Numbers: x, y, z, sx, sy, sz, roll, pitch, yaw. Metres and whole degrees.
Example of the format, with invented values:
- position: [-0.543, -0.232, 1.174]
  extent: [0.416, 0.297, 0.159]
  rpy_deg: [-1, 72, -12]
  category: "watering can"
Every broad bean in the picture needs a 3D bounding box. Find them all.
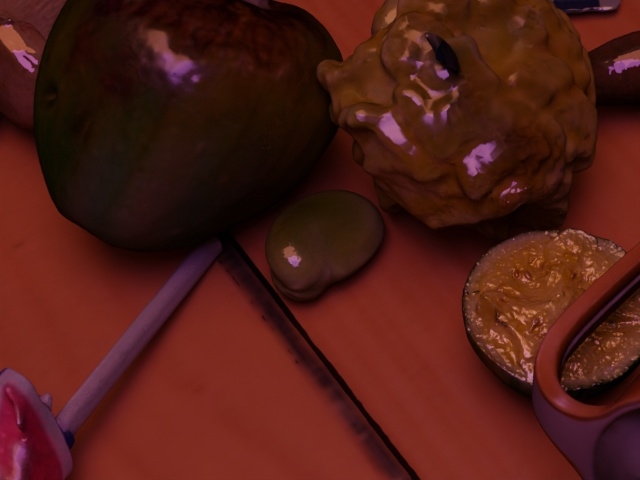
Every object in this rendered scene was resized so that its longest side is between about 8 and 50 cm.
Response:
- position: [0.000, 0.000, 0.822]
  extent: [0.063, 0.045, 0.083]
  rpy_deg: [34, 59, 27]
  category: "broad bean"

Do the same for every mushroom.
- position: [-0.144, -0.221, 0.963]
  extent: [0.123, 0.095, 0.351]
  rpy_deg: [18, 54, 13]
  category: "mushroom"

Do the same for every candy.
- position: [-0.152, 0.121, 0.740]
  extent: [0.124, 0.124, 0.365]
  rpy_deg: [20, 52, 22]
  category: "candy"

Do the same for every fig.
- position: [-0.085, -0.082, 0.820]
  extent: [0.181, 0.181, 0.191]
  rpy_deg: [35, 86, 28]
  category: "fig"

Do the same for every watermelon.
- position: [0.129, 0.047, 0.754]
  extent: [0.105, 0.062, 0.105]
  rpy_deg: [0, 56, 0]
  category: "watermelon"

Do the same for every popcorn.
- position: [0.082, -0.081, 0.788]
  extent: [0.173, 0.173, 0.142]
  rpy_deg: [-42, 23, -20]
  category: "popcorn"

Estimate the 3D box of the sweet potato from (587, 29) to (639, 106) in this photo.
- position: [0.263, -0.124, 0.847]
  extent: [0.244, 0.077, 0.077]
  rpy_deg: [-10, 53, 14]
  category: "sweet potato"

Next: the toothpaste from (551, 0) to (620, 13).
- position: [0.172, -0.246, 0.974]
  extent: [0.062, 0.037, 0.216]
  rpy_deg: [-4, 58, 6]
  category: "toothpaste"

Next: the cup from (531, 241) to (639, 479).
- position: [0.240, 0.061, 0.667]
  extent: [0.226, 0.182, 0.264]
  rpy_deg: [27, 56, 24]
  category: "cup"
